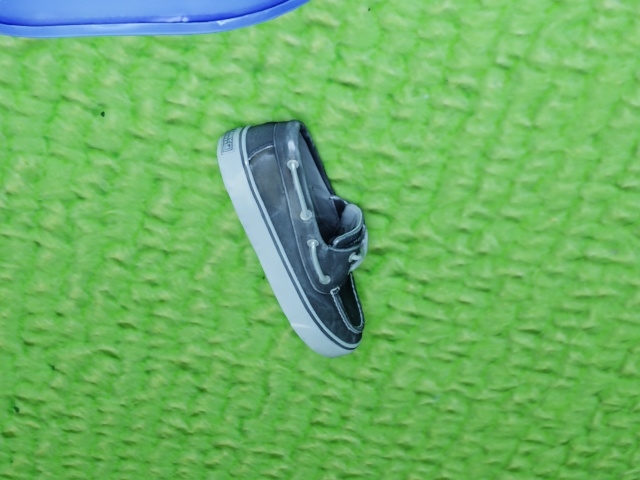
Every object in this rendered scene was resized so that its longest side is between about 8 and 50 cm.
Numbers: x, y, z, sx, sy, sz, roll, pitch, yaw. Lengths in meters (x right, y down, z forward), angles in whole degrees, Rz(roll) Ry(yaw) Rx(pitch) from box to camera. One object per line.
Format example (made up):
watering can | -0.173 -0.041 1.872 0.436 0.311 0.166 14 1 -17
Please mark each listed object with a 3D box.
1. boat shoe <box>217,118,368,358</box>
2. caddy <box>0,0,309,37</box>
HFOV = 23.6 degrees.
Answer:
boat shoe | 0.000 0.000 1.557 0.102 0.108 0.301 -13 126 18
caddy | -0.148 -0.258 1.211 0.341 0.241 0.179 0 129 5
